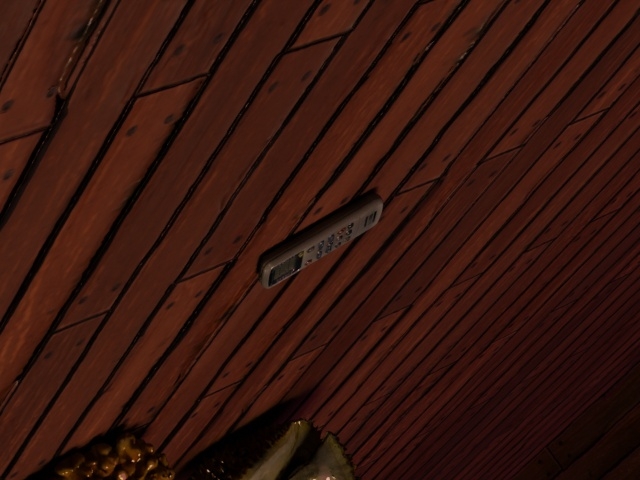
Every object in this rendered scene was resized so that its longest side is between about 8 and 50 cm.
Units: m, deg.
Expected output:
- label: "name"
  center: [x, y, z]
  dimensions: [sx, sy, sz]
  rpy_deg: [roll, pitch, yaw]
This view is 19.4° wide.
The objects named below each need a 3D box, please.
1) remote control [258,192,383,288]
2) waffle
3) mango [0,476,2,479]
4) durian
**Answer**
- label: "remote control"
  center: [0.000, 0.000, 1.616]
  dimensions: [0.124, 0.018, 0.053]
  rpy_deg: [-30, 163, -18]
- label: "waffle"
  center: [-0.232, 0.261, 1.804]
  dimensions: [0.197, 0.070, 0.193]
  rpy_deg: [-27, 162, -26]
- label: "mango"
  center: [-0.327, 0.234, 1.427]
  dimensions: [0.167, 0.130, 0.262]
  rpy_deg: [-25, 166, -26]
- label: "durian"
  center: [-0.069, 0.314, 2.086]
  dimensions: [0.237, 0.193, 0.138]
  rpy_deg: [-23, 170, -18]
